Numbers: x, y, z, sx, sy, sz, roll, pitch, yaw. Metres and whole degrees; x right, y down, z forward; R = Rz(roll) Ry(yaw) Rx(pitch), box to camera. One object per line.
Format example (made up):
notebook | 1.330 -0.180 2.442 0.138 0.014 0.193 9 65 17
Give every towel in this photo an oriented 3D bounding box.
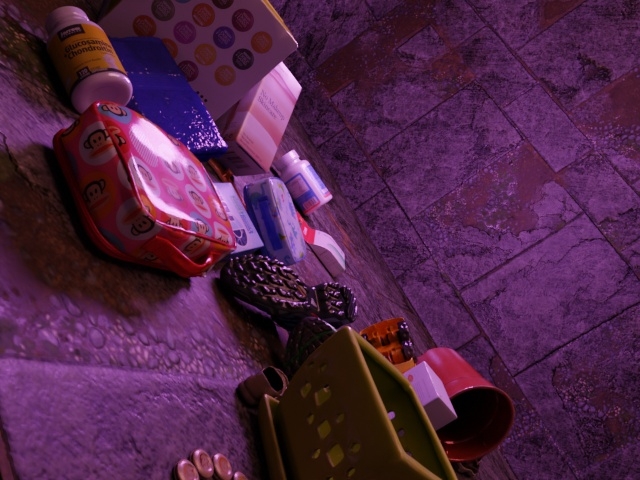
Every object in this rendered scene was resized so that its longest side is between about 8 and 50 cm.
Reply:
towel | -0.345 -0.285 1.223 0.308 0.076 0.227 57 33 8

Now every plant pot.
plant pot | 0.405 0.481 1.825 0.272 0.272 0.265 50 4 -26
plant pot | 0.044 0.302 0.869 0.227 0.207 0.228 45 15 -41

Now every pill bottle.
pill bottle | -0.404 -0.309 1.020 0.184 0.103 0.103 59 11 18
pill bottle | -0.067 -0.209 2.130 0.221 0.124 0.124 56 11 -3

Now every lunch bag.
lunch bag | -0.244 -0.054 0.907 0.258 0.120 0.293 60 11 20
lunch bag | -0.110 -0.044 1.436 0.176 0.090 0.219 -45 117 -81

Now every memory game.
memory game | -0.106 0.322 0.675 0.186 0.012 0.186 53 12 -16

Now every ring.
ring | -0.257 -0.150 1.377 0.336 0.032 0.336 53 10 -14

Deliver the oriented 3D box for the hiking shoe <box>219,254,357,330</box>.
hiking shoe | -0.073 0.128 1.167 0.304 0.132 0.113 23 42 -29

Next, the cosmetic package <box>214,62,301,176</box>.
cosmetic package | -0.178 -0.335 1.595 0.153 0.129 0.296 42 57 -45

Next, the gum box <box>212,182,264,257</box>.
gum box | -0.199 -0.040 1.191 0.157 0.041 0.184 62 19 5

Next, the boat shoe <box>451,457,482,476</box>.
boat shoe | 0.489 0.700 1.914 0.095 0.095 0.257 61 12 26

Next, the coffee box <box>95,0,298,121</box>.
coffee box | -0.306 -0.547 1.478 0.337 0.334 0.338 44 14 -33

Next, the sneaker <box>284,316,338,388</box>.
sneaker | 0.038 0.301 1.127 0.343 0.134 0.146 64 3 -4

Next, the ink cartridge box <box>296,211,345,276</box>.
ink cartridge box | 0.000 0.000 1.996 0.225 0.056 0.181 55 10 -12

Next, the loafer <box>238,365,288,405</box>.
loafer | -0.080 0.232 0.956 0.056 0.050 0.148 58 11 12

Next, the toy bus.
toy bus | 0.204 0.355 1.647 0.220 0.149 0.211 -91 161 -67

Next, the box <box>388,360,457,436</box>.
box | 0.218 0.400 1.431 0.091 0.170 0.130 50 13 -27
